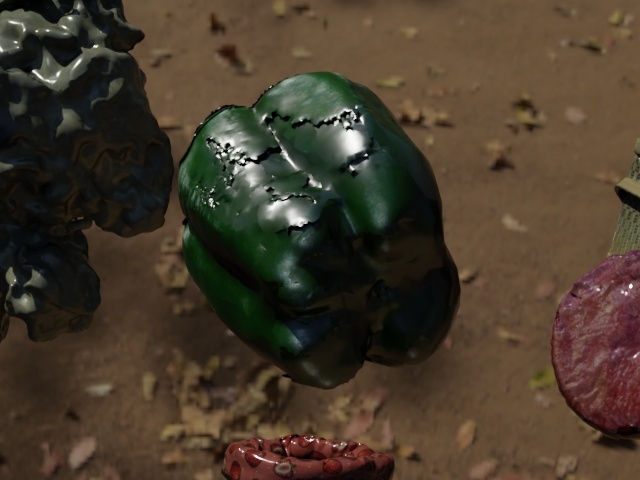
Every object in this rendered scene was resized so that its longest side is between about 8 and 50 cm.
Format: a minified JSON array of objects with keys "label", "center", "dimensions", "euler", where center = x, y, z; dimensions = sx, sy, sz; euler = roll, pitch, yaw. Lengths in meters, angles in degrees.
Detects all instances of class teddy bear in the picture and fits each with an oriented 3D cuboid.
[{"label":"teddy bear","center":[-0.286,-0.060,1.090],"dimensions":[0.357,0.367,0.224],"euler":[50,27,7]}]

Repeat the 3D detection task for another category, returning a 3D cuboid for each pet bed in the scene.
[{"label":"pet bed","center":[-0.015,0.248,1.582],"dimensions":[0.201,0.053,0.201],"euler":[4,1,0]}]

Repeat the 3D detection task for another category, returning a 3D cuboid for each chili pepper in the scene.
[{"label":"chili pepper","center":[0.000,0.000,1.293],"dimensions":[0.233,0.248,0.256],"euler":[-27,36,-6]}]

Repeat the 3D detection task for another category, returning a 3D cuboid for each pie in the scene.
[{"label":"pie","center":[0.239,0.078,1.066],"dimensions":[0.154,0.036,0.154],"euler":[-15,64,32]}]

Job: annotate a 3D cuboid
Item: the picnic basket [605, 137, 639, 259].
[{"label":"picnic basket","center":[0.400,0.003,1.303],"dimensions":[0.267,0.139,0.165],"euler":[5,16,-26]}]
